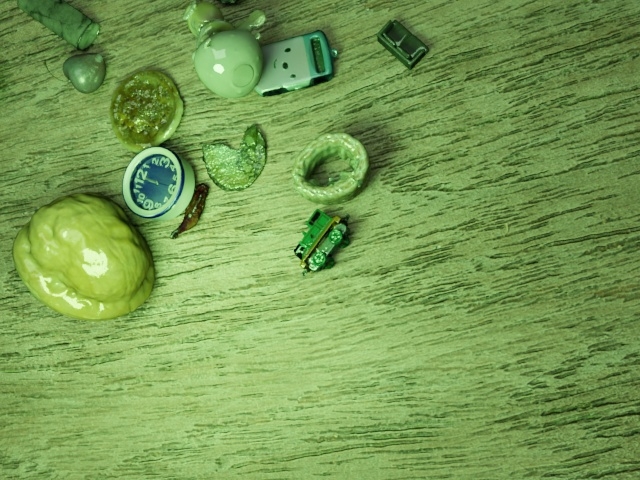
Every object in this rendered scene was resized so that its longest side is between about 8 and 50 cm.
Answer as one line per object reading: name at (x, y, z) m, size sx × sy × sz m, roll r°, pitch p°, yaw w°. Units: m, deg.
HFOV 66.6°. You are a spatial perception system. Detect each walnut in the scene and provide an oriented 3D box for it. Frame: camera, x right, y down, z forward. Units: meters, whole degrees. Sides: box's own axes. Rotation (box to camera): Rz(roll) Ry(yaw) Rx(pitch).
walnut at (-0.688, 0.041, 1.447) m, size 0.383 × 0.383 × 0.384 m, roll -1°, pitch 86°, yaw 10°

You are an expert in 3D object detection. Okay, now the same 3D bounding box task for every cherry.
cherry at (-0.800, -0.582, 1.621) m, size 0.188 × 0.115 × 0.148 m, roll 49°, pitch 114°, yaw 15°

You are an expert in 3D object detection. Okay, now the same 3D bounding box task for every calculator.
calculator at (-0.088, -0.550, 1.524) m, size 0.293 × 0.051 × 0.173 m, roll -12°, pitch 83°, yaw 9°

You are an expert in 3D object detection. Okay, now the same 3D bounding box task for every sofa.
sofa at (0.248, -0.597, 1.464) m, size 0.085 × 0.060 × 0.147 m, roll -45°, pitch 80°, yaw 4°

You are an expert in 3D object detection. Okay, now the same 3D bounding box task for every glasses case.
glasses case at (-0.904, -0.773, 1.676) m, size 0.299 × 0.060 × 0.114 m, roll 35°, pitch 92°, yaw 10°

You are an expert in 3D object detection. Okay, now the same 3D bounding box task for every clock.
clock at (-0.511, -0.178, 1.540) m, size 0.230 × 0.083 × 0.230 m, roll -3°, pitch 81°, yaw 22°

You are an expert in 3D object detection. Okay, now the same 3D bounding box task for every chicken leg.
chicken leg at (-0.415, -0.090, 1.552) m, size 0.093 × 0.053 × 0.205 m, roll 21°, pitch 82°, yaw 33°

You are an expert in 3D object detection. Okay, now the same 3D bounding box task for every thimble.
thimble at (0.033, -0.210, 1.432) m, size 0.229 × 0.148 × 0.196 m, roll -8°, pitch 84°, yaw 7°

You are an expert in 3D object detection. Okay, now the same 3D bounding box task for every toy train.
toy train at (0.000, 0.000, 1.455) m, size 0.136 × 0.091 × 0.228 m, roll 40°, pitch 95°, yaw 21°

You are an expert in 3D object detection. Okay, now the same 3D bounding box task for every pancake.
pancake at (-0.576, -0.426, 1.604) m, size 0.282 × 0.049 × 0.282 m, roll -1°, pitch 83°, yaw 10°

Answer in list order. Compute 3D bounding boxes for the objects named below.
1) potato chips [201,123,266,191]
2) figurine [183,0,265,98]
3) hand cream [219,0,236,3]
potato chips at (-0.266, -0.265, 1.551) m, size 0.220 × 0.029 × 0.202 m, roll -38°, pitch 81°, yaw 8°
figurine at (-0.290, -0.619, 1.480) m, size 0.274 × 0.226 × 0.394 m, roll -38°, pitch 57°, yaw 6°
hand cream at (-0.297, -0.951, 1.569) m, size 0.185 × 0.118 × 0.359 m, roll -2°, pitch 78°, yaw 13°
